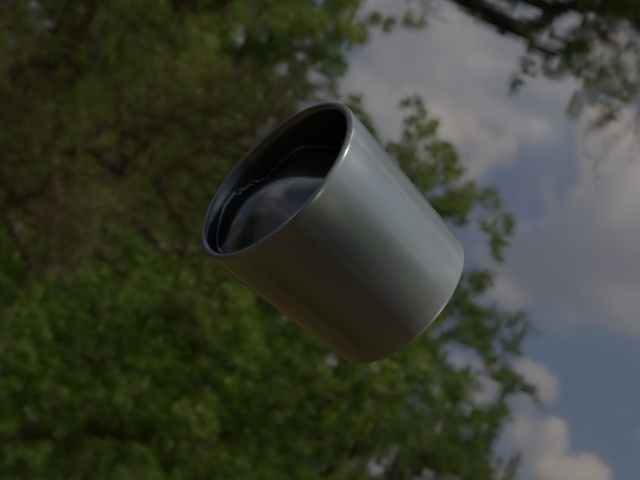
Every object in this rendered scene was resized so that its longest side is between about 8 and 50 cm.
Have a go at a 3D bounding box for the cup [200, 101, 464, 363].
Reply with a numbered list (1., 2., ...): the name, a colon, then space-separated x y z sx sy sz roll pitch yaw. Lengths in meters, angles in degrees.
1. cup: 0.000 0.000 0.688 0.077 0.078 0.100 44 -25 -26
